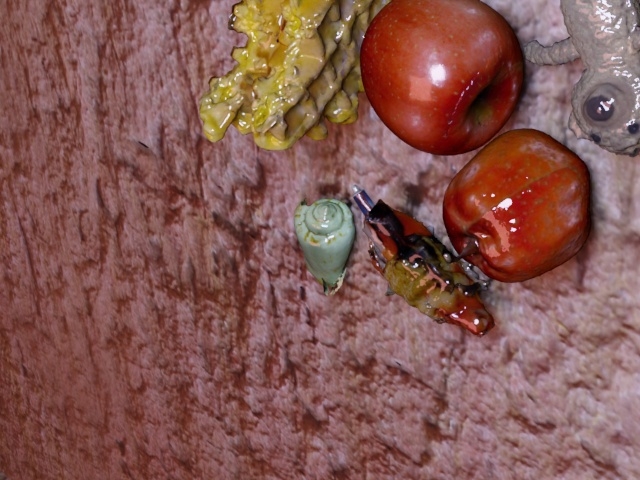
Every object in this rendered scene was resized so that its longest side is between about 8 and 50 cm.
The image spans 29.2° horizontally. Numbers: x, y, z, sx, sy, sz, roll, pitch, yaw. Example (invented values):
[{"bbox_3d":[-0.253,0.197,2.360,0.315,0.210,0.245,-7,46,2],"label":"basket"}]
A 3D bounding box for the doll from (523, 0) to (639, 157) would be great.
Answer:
[{"bbox_3d":[0.278,-0.228,1.204,0.203,0.091,0.286,22,122,32],"label":"doll"}]

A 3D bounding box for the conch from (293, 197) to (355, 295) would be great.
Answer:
[{"bbox_3d":[0.000,0.000,1.752,0.106,0.079,0.170,57,157,34],"label":"conch"}]

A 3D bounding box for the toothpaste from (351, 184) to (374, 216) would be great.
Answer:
[{"bbox_3d":[0.068,-0.041,1.673,0.027,0.019,0.083,-37,83,33],"label":"toothpaste"}]

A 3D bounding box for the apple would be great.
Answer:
[{"bbox_3d":[0.129,-0.185,1.335,0.168,0.181,0.181,36,139,27],"label":"apple"}]

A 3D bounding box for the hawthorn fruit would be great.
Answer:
[{"bbox_3d":[0.203,-0.027,1.345,0.157,0.194,0.157,42,153,27],"label":"hawthorn fruit"}]

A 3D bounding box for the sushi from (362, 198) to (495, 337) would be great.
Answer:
[{"bbox_3d":[0.137,0.045,1.578,0.226,0.103,0.097,48,118,24],"label":"sushi"}]

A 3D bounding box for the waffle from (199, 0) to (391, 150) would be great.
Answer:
[{"bbox_3d":[-0.039,-0.275,1.426,0.151,0.261,0.324,24,135,33],"label":"waffle"}]
